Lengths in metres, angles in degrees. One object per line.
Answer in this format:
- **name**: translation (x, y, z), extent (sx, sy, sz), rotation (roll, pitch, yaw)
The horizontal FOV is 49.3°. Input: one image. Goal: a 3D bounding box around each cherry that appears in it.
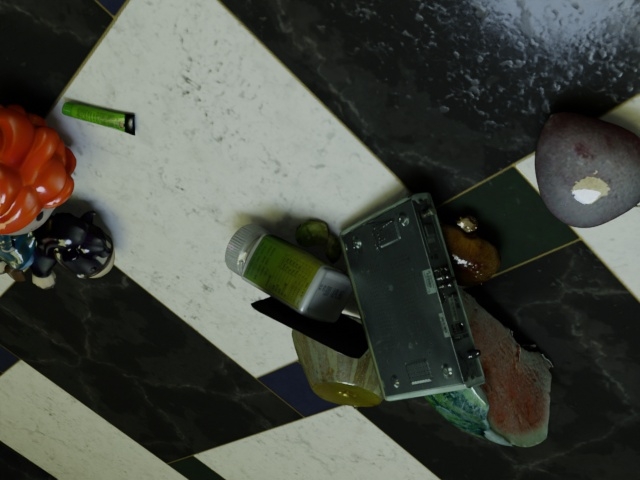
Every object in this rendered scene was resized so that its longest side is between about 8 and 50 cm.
- **cherry**: translation (0.338, -0.098, 0.806), extent (0.188, 0.115, 0.148), rotation (-35, 72, 37)

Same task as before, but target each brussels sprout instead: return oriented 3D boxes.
- **brussels sprout**: translation (0.001, 0.000, 1.111), extent (0.083, 0.046, 0.051), rotation (30, 132, -20)

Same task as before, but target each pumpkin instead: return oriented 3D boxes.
- **pumpkin**: translation (0.038, 0.242, 1.289), extent (0.217, 0.110, 0.217), rotation (10, 137, 9)

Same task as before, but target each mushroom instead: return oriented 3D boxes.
- **mushroom**: translation (0.198, 0.017, 1.009), extent (0.127, 0.087, 0.127), rotation (24, 161, 9)

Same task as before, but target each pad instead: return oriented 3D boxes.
- **pad**: translation (-0.001, 0.127, 1.107), extent (0.181, 0.267, 0.004), rotation (25, 96, 11)

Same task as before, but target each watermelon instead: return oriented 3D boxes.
- **watermelon**: translation (0.230, 0.189, 1.072), extent (0.305, 0.180, 0.224), rotation (39, -179, -34)

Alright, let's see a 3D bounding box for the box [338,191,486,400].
- **box**: translation (0.121, 0.086, 0.988), extent (0.211, 0.045, 0.270), rotation (-26, 75, 54)

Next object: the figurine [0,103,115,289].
- **figurine**: translation (-0.523, -0.050, 1.206), extent (0.306, 0.241, 0.411), rotation (16, 148, 24)

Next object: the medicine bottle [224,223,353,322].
- **medicine bottle**: translation (-0.056, 0.049, 1.106), extent (0.188, 0.088, 0.132), rotation (28, -178, 29)

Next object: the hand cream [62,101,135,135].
- **hand cream**: translation (-0.348, -0.195, 1.101), extent (0.122, 0.023, 0.036), rotation (15, 125, 10)
